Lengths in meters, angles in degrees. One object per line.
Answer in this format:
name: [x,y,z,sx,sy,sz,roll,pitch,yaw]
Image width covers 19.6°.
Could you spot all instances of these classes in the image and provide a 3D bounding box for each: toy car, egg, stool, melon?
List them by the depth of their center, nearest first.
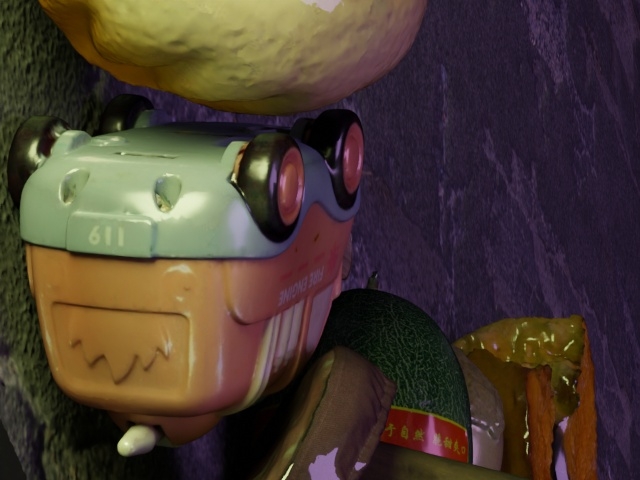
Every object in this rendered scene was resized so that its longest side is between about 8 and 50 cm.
toy car: [-0.082,0.020,1.214,0.270,0.180,0.212,-30,124,-68]
stool: [0.010,0.223,1.214,0.272,0.178,0.272,-58,-177,4]
melon: [0.033,0.160,1.475,0.182,0.182,0.288,47,40,-60]
egg: [0.086,0.178,1.650,0.164,0.164,0.201,61,22,-49]

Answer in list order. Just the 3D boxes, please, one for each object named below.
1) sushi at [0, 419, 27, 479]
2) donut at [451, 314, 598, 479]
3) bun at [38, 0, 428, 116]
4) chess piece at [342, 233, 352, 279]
sushi: [-0.217,0.150,0.955,0.192,0.050,0.215,-66,140,-61]
donut: [0.189,0.272,1.933,0.435,0.163,0.378,4,82,-73]
bun: [-0.083,-0.177,1.180,0.165,0.299,0.299,-61,174,24]
chess piece: [0.000,0.000,1.646,0.083,0.038,0.084,-7,90,-69]
